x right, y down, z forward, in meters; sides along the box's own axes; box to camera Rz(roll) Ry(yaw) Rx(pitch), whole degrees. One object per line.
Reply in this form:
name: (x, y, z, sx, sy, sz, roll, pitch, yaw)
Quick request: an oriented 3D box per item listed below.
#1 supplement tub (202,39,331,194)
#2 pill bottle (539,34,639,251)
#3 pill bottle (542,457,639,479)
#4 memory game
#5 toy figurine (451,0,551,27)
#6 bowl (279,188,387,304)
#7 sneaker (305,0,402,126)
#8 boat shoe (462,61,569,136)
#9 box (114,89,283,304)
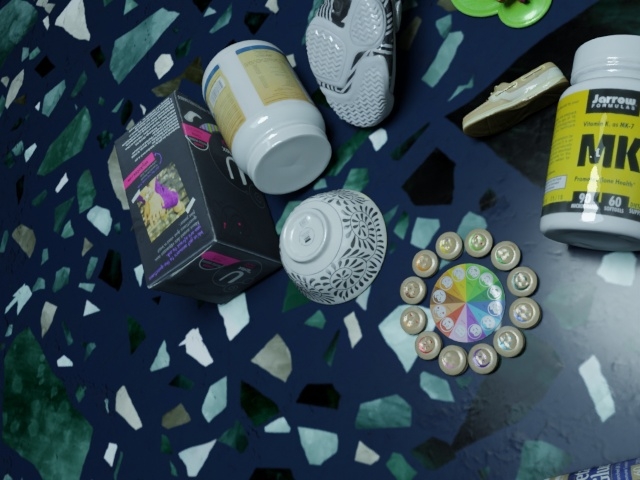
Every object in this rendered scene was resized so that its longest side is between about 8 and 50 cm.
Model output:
supplement tub: (-0.080, -0.182, 1.001, 0.144, 0.144, 0.200, -40, 59, 20)
pill bottle: (0.309, -0.101, 0.724, 0.119, 0.119, 0.209, 5, 81, 36)
pill bottle: (0.270, 0.276, 0.667, 0.169, 0.094, 0.094, -25, 65, 27)
memory game: (0.178, 0.074, 0.836, 0.186, 0.012, 0.186, -9, 73, 33)
toy figurine: (0.200, -0.362, 0.844, 0.130, 0.159, 0.173, -41, 59, 19)
bowl: (0.000, 0.000, 0.938, 0.170, 0.080, 0.170, -9, 73, 32)
sneaker: (0.083, -0.354, 0.934, 0.137, 0.210, 0.366, 11, 121, 41)
boat shoe: (0.237, -0.174, 0.841, 0.135, 0.050, 0.045, -24, 61, 17)
box: (-0.185, -0.061, 1.030, 0.143, 0.165, 0.270, -32, 62, 24)
